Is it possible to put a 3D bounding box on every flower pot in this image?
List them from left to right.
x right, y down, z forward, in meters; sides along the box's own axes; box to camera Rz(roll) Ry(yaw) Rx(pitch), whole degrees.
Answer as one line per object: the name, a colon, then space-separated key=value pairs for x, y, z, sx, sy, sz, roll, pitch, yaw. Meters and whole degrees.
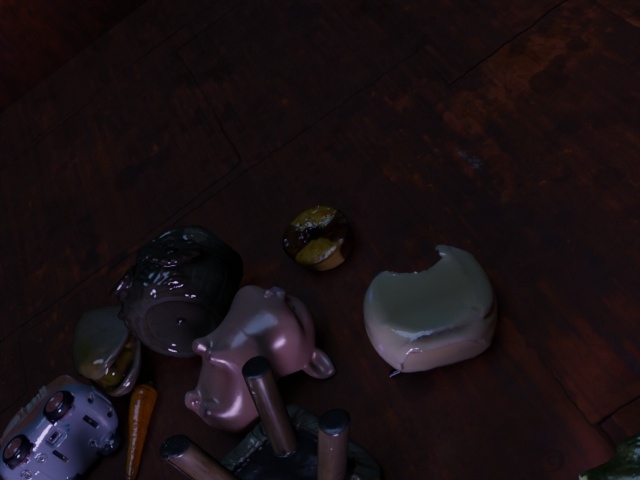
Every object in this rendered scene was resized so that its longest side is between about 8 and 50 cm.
flower pot: x=-0.328 y=0.115 z=2.068 sx=0.302 sy=0.302 sz=0.213 roll=-22 pitch=37 yaw=18

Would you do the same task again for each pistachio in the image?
pistachio: x=-0.505 y=0.258 z=2.160 sx=0.197 sy=0.166 sz=0.288 roll=-48 pitch=35 yaw=0

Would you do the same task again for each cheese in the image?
cheese: x=0.217 y=0.139 z=1.773 sx=0.266 sy=0.127 sz=0.233 roll=-14 pitch=49 yaw=5

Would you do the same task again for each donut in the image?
donut: x=0.000 y=0.000 z=2.101 sx=0.184 sy=0.073 sz=0.166 roll=17 pitch=68 yaw=43

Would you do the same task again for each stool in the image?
stool: x=-0.087 y=0.415 z=1.669 sx=0.310 sy=0.226 sz=0.310 roll=27 pitch=58 yaw=39

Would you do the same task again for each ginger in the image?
ginger: x=0.547 y=0.360 z=1.429 sx=0.290 sy=0.089 sz=0.137 roll=-37 pitch=25 yaw=-3

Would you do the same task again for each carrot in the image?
carrot: x=-0.422 y=0.436 z=2.051 sx=0.061 sy=0.061 sz=0.256 roll=-12 pitch=52 yaw=27

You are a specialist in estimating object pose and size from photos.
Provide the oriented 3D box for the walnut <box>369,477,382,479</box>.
walnut: x=0.108 y=0.508 z=1.584 sx=0.143 sy=0.069 sz=0.170 roll=14 pitch=66 yaw=4

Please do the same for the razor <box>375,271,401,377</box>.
razor: x=0.153 y=0.166 z=1.885 sx=0.082 sy=0.042 sz=0.253 roll=-26 pitch=44 yaw=16

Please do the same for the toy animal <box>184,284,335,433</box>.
toy animal: x=-0.140 y=0.253 z=1.900 sx=0.237 sy=0.269 sz=0.326 roll=28 pitch=106 yaw=45

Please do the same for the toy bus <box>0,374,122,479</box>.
toy bus: x=-0.623 y=0.446 z=2.091 sx=0.287 sy=0.194 sz=0.232 roll=-48 pitch=36 yaw=-8
